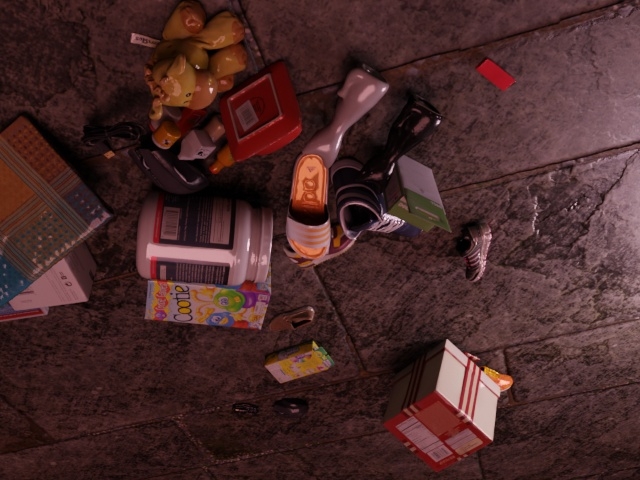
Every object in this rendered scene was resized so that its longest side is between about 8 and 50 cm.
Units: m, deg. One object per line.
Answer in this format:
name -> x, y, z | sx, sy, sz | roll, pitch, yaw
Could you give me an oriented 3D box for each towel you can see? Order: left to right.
towel -> -0.642, -0.045, 1.356 | 0.370, 0.040, 0.271 | -36, 106, 11

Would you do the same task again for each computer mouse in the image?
computer mouse -> -0.359, -0.151, 1.338 | 0.184, 0.060, 0.262 | 5, 161, 30
computer mouse -> -0.157, 0.535, 2.087 | 0.242, 0.041, 0.071 | -3, 136, -1

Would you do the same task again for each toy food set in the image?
toy food set -> -0.254, -0.192, 1.279 | 0.104, 0.111, 0.232 | -38, 165, 29

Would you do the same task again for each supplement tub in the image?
supplement tub -> -0.249, -0.002, 1.433 | 0.272, 0.191, 0.191 | 6, 134, -10

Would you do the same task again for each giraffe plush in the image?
giraffe plush -> -0.234, -0.298, 1.152 | 0.210, 0.170, 0.181 | -2, 135, -3

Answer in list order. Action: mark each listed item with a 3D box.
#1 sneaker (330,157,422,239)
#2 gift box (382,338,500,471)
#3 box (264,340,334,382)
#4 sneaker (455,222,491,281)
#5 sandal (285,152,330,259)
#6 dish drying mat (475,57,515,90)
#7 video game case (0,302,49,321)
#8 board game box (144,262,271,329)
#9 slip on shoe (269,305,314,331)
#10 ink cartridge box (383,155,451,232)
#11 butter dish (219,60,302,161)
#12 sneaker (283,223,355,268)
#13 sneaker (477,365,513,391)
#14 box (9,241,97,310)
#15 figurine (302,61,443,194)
sneaker -> 0.130, -0.048, 1.444 | 0.099, 0.153, 0.282 | -36, 127, 28
gift box -> 0.356, 0.478, 1.902 | 0.276, 0.258, 0.255 | 46, 123, -10
box -> -0.059, 0.346, 1.904 | 0.179, 0.043, 0.105 | -18, 133, 16
sneaker -> 0.360, 0.029, 1.607 | 0.075, 0.063, 0.170 | -2, 130, -3
sandal -> -0.029, -0.062, 1.437 | 0.102, 0.076, 0.265 | 2, 121, 3
dish drying mat -> 0.340, -0.322, 1.289 | 0.083, 0.008, 0.032 | 27, 128, -29
video game case -> -0.817, 0.099, 1.607 | 0.204, 0.025, 0.285 | -9, 135, 4
board game box -> -0.265, 0.104, 1.573 | 0.275, 0.142, 0.144 | 7, 134, -12
slip on shoe -> -0.077, 0.219, 1.775 | 0.135, 0.041, 0.051 | -21, 133, 16
ink cartridge box -> 0.190, -0.086, 1.371 | 0.109, 0.209, 0.062 | 24, 126, -25
butter dish -> -0.096, -0.230, 1.269 | 0.160, 0.160, 0.118 | -26, 155, 20
sneaker -> 0.000, 0.000, 1.543 | 0.185, 0.069, 0.084 | -32, 130, 22
sneaker -> 0.507, 0.416, 2.008 | 0.175, 0.064, 0.067 | 7, 124, -15
box -> -0.633, 0.050, 1.505 | 0.182, 0.119, 0.181 | -8, 134, 3
figurine -> 0.093, -0.209, 1.292 | 0.215, 0.092, 0.209 | 24, 115, -25
